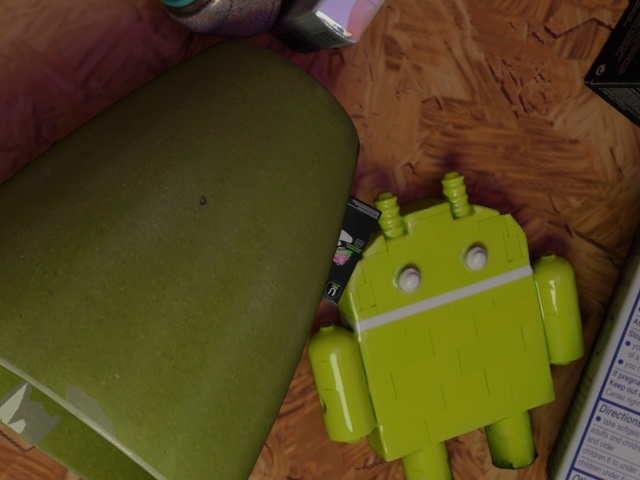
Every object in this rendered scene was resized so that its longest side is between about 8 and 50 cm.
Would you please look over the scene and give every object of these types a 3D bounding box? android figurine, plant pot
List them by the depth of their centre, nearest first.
[{"bbox_3d":[-0.106,0.010,0.858,0.275,0.275,0.293,42,68,-21],"label":"plant pot"},{"bbox_3d":[0.107,0.079,1.037,0.248,0.056,0.273,-15,105,-17],"label":"android figurine"}]

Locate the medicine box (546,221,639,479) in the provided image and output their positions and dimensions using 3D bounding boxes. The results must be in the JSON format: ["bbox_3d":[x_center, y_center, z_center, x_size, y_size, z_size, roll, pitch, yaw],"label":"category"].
[{"bbox_3d":[0.362,0.125,1.030,0.263,0.149,0.289,21,91,8],"label":"medicine box"}]

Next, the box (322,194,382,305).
[{"bbox_3d":[0.000,0.000,0.980,0.052,0.062,0.083,27,88,-23],"label":"box"}]

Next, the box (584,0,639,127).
[{"bbox_3d":[0.386,-0.101,1.039,0.261,0.184,0.103,33,87,-22],"label":"box"}]

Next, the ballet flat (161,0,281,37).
[{"bbox_3d":[-0.027,-0.298,0.914,0.106,0.107,0.316,17,98,-42],"label":"ballet flat"}]

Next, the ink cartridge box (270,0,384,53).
[{"bbox_3d":[0.039,-0.223,0.913,0.045,0.145,0.179,37,85,-16],"label":"ink cartridge box"}]
